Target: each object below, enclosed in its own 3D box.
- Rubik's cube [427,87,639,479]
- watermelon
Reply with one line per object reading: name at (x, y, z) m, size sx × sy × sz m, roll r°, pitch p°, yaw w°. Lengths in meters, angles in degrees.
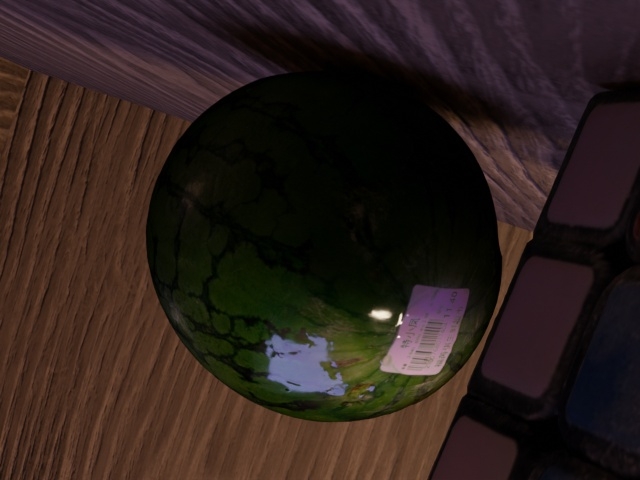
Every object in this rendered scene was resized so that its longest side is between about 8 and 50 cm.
Rubik's cube at (0.307, 0.129, 0.634) m, size 0.363 × 0.362 × 0.359 m, roll 20°, pitch 180°, yaw -17°
watermelon at (0.000, 0.000, 1.066) m, size 0.363 × 0.363 × 0.363 m, roll 19°, pitch -179°, yaw 0°
